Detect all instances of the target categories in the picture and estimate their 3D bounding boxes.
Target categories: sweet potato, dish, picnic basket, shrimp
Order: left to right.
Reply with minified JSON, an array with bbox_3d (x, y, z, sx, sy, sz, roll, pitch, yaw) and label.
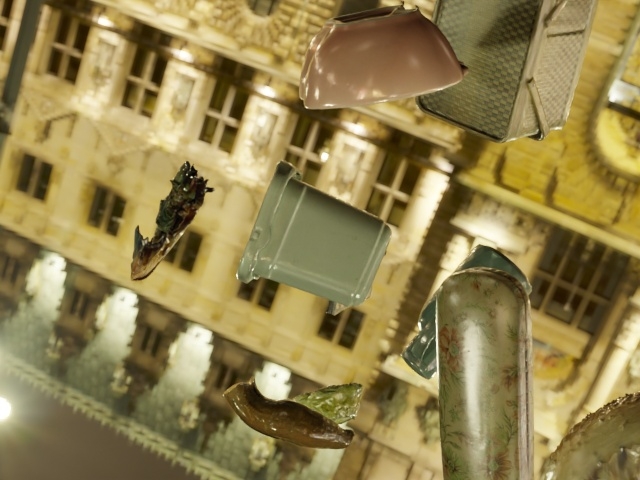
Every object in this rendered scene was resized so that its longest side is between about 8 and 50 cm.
[{"bbox_3d":[-0.291,-0.020,1.839,0.075,0.289,0.178,37,-130,-5],"label":"shrimp"},{"bbox_3d":[-0.054,0.344,1.976,0.286,0.085,0.112,20,-150,-16],"label":"sweet potato"},{"bbox_3d":[0.066,-0.220,1.161,0.214,0.090,0.213,-10,-163,3],"label":"dish"},{"bbox_3d":[0.246,-0.267,1.305,0.165,0.266,0.139,30,-149,36],"label":"picnic basket"}]

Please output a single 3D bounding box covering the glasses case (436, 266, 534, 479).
[{"bbox_3d":[0.272,0.255,1.667,0.157,0.425,0.098,5,-167,40],"label":"glasses case"}]

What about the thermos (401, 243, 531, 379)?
[{"bbox_3d":[0.278,0.148,2.009,0.145,0.286,0.182,40,172,22],"label":"thermos"}]

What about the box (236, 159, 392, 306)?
[{"bbox_3d":[0.000,0.000,1.489,0.183,0.175,0.312,22,-177,2],"label":"box"}]

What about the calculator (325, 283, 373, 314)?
[{"bbox_3d":[0.072,0.058,2.041,0.021,0.161,0.262,13,-170,18],"label":"calculator"}]

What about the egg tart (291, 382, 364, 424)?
[{"bbox_3d":[0.011,0.385,2.298,0.197,0.197,0.078,3,-116,-42],"label":"egg tart"}]

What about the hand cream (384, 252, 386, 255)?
[{"bbox_3d":[0.030,0.022,2.261,0.248,0.052,0.075,1,-141,-17],"label":"hand cream"}]

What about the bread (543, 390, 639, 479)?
[{"bbox_3d":[0.436,0.312,1.336,0.306,0.305,0.158,14,-150,-20],"label":"bread"}]
